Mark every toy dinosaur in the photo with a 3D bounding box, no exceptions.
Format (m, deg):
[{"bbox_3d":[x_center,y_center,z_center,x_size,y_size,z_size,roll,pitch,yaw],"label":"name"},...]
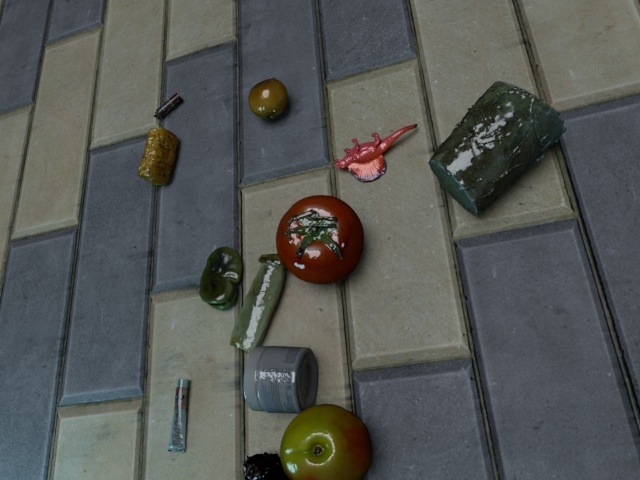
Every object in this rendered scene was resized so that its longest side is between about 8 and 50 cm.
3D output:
[{"bbox_3d":[0.182,-0.264,1.648,0.286,0.070,0.138,-17,75,10],"label":"toy dinosaur"}]

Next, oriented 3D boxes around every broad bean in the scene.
[{"bbox_3d":[-0.319,0.122,1.671,0.153,0.072,0.206,-15,53,11],"label":"broad bean"}]

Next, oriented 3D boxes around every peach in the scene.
[{"bbox_3d":[0.014,0.516,1.301,0.231,0.231,0.230,-7,67,17],"label":"peach"}]

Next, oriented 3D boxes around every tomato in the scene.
[{"bbox_3d":[0.000,0.000,1.508,0.256,0.224,0.255,-5,68,13],"label":"tomato"}]

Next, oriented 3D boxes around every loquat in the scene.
[{"bbox_3d":[-0.177,-0.488,1.819,0.141,0.141,0.141,-7,67,17],"label":"loquat"}]

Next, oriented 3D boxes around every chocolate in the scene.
[{"bbox_3d":[-0.145,0.618,1.382,0.133,0.156,0.156,14,73,50],"label":"chocolate"}]

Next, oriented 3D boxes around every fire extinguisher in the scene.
[{"bbox_3d":[-0.592,-0.514,2.036,0.132,0.039,0.056,-41,53,1],"label":"fire extinguisher"}]

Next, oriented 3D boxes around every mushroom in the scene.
[{"bbox_3d":[-0.180,0.184,1.584,0.100,0.081,0.311,14,79,27],"label":"mushroom"}]

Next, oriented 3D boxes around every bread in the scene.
[{"bbox_3d":[-0.584,-0.306,1.909,0.084,0.114,0.210,-9,66,34],"label":"bread"}]

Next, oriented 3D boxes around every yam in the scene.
[{"bbox_3d":[0.474,-0.257,1.442,0.348,0.241,0.241,-47,62,0],"label":"yam"}]

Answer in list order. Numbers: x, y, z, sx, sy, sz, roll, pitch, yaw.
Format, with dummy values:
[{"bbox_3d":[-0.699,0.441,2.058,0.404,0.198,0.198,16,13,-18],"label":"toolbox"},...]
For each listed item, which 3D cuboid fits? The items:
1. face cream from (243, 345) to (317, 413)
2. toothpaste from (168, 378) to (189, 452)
[{"bbox_3d":[-0.103,0.374,1.421,0.153,0.177,0.177,-3,68,16],"label":"face cream"},{"bbox_3d":[-0.417,0.517,1.559,0.056,0.036,0.205,-4,72,16],"label":"toothpaste"}]
